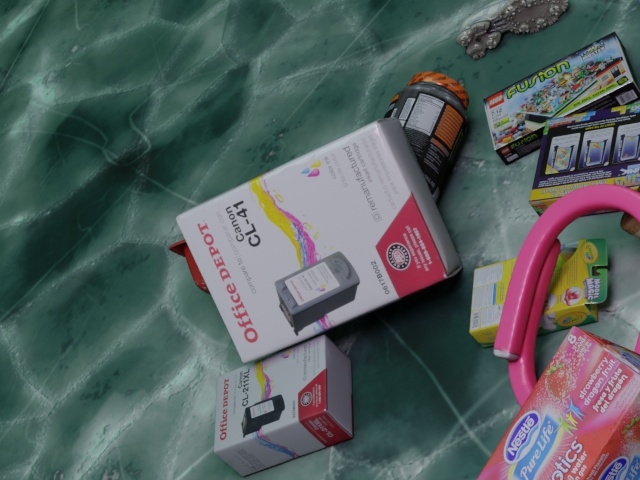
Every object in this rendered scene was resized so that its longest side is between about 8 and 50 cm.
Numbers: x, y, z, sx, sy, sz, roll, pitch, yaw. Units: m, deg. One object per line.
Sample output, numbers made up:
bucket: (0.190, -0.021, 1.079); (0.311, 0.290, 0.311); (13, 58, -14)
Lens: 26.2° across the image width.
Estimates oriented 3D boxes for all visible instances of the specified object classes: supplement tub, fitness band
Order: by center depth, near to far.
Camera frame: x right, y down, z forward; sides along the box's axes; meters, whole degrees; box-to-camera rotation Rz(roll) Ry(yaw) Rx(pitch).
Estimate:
fitness band: (0.306, 0.080, 1.559); (0.209, 0.054, 0.291); (13, 87, 45)
supplement tub: (0.135, -0.136, 1.933); (0.117, 0.117, 0.190); (0, 55, 41)

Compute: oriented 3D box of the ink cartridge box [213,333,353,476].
ink cartridge box: (-0.050, 0.217, 1.802); (0.175, 0.072, 0.127); (-23, 44, 22)

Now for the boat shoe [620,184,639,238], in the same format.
boat shoe: (0.488, -0.124, 1.636); (0.341, 0.110, 0.121); (-55, -3, -8)

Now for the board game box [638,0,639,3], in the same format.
board game box: (0.485, -0.416, 1.738); (0.086, 0.308, 0.302); (4, 58, 40)

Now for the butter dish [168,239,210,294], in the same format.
butter dish: (-0.113, 0.046, 1.981); (0.160, 0.160, 0.118); (-17, 69, 26)

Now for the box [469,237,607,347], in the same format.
box: (0.274, 0.062, 1.693); (0.179, 0.043, 0.105); (-18, 45, 31)

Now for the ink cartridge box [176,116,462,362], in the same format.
ink cartridge box: (0.000, 0.000, 1.812); (0.306, 0.226, 0.131); (-25, 1, 15)

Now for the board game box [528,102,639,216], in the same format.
board game box: (0.363, -0.102, 1.762); (0.170, 0.048, 0.141); (-7, 53, 36)

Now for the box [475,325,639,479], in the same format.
box: (0.267, 0.234, 1.416); (0.257, 0.128, 0.122); (-60, 38, 9)

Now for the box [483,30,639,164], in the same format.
box: (0.328, -0.194, 1.885); (0.207, 0.036, 0.114); (-27, 41, 19)

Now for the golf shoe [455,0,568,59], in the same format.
golf shoe: (0.281, -0.343, 2.042); (0.176, 0.069, 0.086); (-20, 38, 24)
